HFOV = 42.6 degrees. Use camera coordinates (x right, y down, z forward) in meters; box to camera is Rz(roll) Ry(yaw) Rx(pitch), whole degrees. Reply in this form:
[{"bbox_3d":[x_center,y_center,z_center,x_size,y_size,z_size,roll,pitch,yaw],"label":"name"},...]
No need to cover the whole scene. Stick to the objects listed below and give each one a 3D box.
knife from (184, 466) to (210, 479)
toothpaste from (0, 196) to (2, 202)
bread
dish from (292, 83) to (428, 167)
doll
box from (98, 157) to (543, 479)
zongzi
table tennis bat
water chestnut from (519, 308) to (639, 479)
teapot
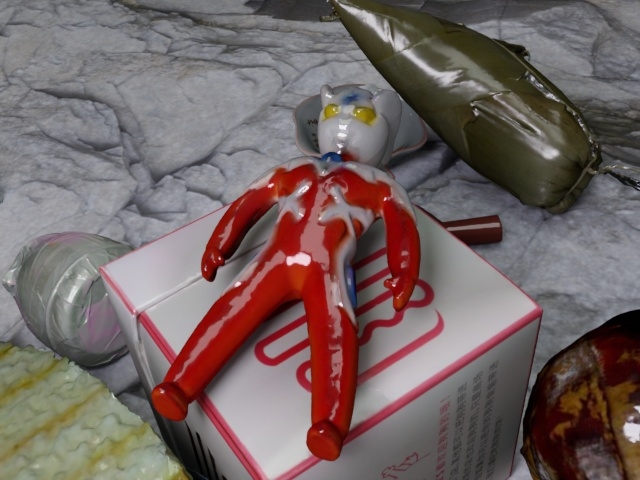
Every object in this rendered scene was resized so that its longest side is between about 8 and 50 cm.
[{"bbox_3d":[-0.146,0.232,0.826,0.019,0.044,0.313,-50,12,-24],"label":"knife"},{"bbox_3d":[-0.692,-0.029,1.319,0.336,0.067,0.081,-30,50,-23],"label":"toothpaste"},{"bbox_3d":[-0.265,0.277,0.778,0.239,0.264,0.395,-39,37,-27],"label":"bread"},{"bbox_3d":[0.062,-0.166,1.353,0.229,0.081,0.229,-1,43,1],"label":"dish"},{"bbox_3d":[-0.002,-0.004,0.715,0.188,0.099,0.384,9,51,12],"label":"doll"},{"bbox_3d":[0.004,0.143,0.845,0.312,0.314,0.300,-29,49,-22],"label":"box"},{"bbox_3d":[0.237,-0.184,1.191,0.418,0.181,0.447,17,28,-36],"label":"zongzi"},{"bbox_3d":[0.106,0.001,1.197,0.310,0.038,0.200,-7,43,5],"label":"table tennis bat"},{"bbox_3d":[0.334,0.182,0.790,0.289,0.289,0.244,19,67,26],"label":"water chestnut"},{"bbox_3d":[-0.309,0.047,1.109,0.178,0.163,0.221,22,50,38],"label":"teapot"}]
